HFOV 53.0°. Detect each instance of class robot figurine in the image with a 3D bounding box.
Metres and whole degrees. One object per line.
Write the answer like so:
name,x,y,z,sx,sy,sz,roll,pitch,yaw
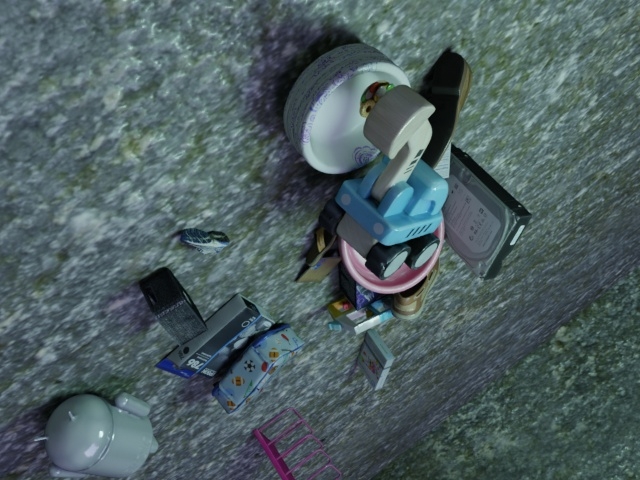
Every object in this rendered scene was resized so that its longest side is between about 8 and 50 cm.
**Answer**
robot figurine,-0.603,0.537,1.759,0.300,0.200,0.353,-49,144,-1

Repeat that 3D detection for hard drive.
hard drive,0.418,-0.084,1.815,0.064,0.339,0.237,-8,136,-31

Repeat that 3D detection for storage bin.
storage bin,-0.368,0.169,1.618,0.084,0.122,0.180,-31,144,-8

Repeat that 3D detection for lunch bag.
lunch bag,-0.193,0.395,1.984,0.303,0.115,0.243,-47,170,16

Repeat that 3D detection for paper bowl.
paper bowl,0.049,-0.301,1.428,0.284,0.148,0.284,-23,141,-20

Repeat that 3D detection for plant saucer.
plant saucer,0.192,-0.018,1.818,0.332,0.084,0.332,-5,103,-24

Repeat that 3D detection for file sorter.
file sorter,-0.082,0.808,2.422,0.182,0.290,0.202,-36,144,-7

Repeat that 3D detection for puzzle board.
puzzle board,-0.005,0.085,1.901,0.096,0.011,0.128,-1,145,-42

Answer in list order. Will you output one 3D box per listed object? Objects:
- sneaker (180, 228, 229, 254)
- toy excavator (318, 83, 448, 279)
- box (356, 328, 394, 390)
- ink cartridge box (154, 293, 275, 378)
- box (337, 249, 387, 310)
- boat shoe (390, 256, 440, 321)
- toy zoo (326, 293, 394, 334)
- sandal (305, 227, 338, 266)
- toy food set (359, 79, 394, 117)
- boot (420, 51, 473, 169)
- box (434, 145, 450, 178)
sneaker,-0.288,0.010,1.573,0.135,0.052,0.058,9,128,-44
toy excavator,0.173,-0.139,1.447,0.433,0.222,0.445,-14,140,-51
box,0.200,0.441,2.374,0.038,0.145,0.186,-13,138,-26
ink cartridge box,-0.305,0.304,1.872,0.333,0.065,0.165,-41,145,7
box,0.146,0.095,1.979,0.153,0.108,0.207,-26,142,-16
boat shoe,0.300,0.097,1.985,0.116,0.123,0.324,83,21,-47
toy zoo,0.151,0.211,2.046,0.293,0.192,0.030,-23,115,-18
sandal,0.000,0.000,1.798,0.049,0.072,0.180,22,121,-26
toy food set,0.117,-0.299,1.345,0.083,0.020,0.082,-18,140,-25
boot,0.317,-0.308,1.626,0.115,0.112,0.305,10,101,-57
box,0.281,-0.231,1.726,0.126,0.072,0.137,-13,114,-29
